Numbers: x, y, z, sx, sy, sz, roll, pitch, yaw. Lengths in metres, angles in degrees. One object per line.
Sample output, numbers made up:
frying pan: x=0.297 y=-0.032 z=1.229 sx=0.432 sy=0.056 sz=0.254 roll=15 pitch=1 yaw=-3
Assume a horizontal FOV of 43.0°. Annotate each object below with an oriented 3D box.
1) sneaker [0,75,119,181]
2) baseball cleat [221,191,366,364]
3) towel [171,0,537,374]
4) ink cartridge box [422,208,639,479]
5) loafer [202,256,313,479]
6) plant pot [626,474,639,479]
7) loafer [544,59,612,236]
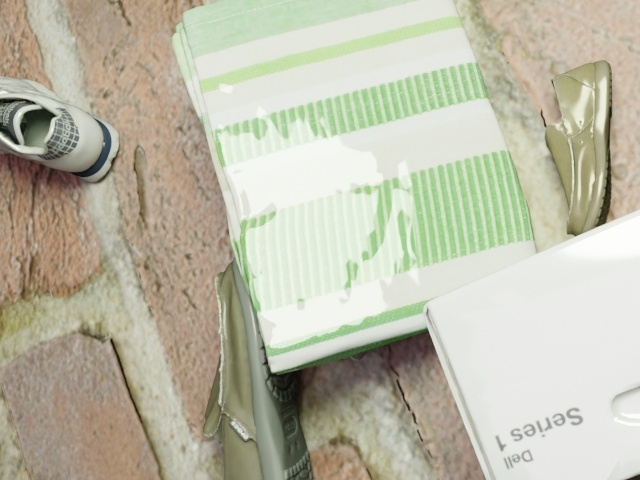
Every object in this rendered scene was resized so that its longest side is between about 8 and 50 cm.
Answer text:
sneaker: x=-0.323 y=-0.131 z=0.847 sx=0.235 sy=0.095 sz=0.090 roll=16 pitch=91 yaw=26
baseball cleat: x=0.000 y=0.000 z=0.705 sx=0.109 sy=0.072 sz=0.206 roll=-36 pitch=79 yaw=-1
towel: x=0.028 y=-0.075 z=0.677 sx=0.247 sy=0.038 sz=0.325 roll=-15 pitch=74 yaw=-5
ink cartridge box: x=0.204 y=0.059 z=0.495 sx=0.201 sy=0.278 sz=0.117 roll=-26 pitch=74 yaw=18
loafer: x=-0.067 y=0.138 z=0.701 sx=0.087 sy=0.094 sz=0.251 roll=-11 pitch=79 yaw=17
plant pot: x=0.250 y=0.294 z=0.345 sx=0.323 sy=0.280 sz=0.323 roll=6 pitch=115 yaw=12
loafer: x=0.202 y=-0.069 z=0.638 sx=0.050 sy=0.056 sz=0.148 roll=2 pitch=74 yaw=24
